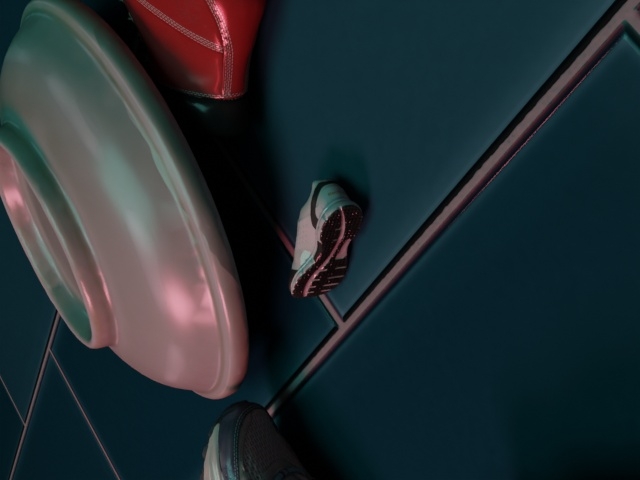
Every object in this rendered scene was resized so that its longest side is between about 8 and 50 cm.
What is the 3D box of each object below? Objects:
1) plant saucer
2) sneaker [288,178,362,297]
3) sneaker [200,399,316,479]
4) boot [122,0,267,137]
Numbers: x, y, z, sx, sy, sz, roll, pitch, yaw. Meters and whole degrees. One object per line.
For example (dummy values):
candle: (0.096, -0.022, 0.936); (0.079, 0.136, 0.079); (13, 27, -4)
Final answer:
plant saucer: (-0.212, -0.016, 0.741); (0.400, 0.101, 0.400); (41, 146, 36)
sneaker: (0.000, 0.000, 0.599); (0.043, 0.040, 0.109); (62, 143, 36)
sneaker: (0.002, 0.261, 0.691); (0.122, 0.110, 0.283); (-25, 90, 36)
boot: (-0.140, -0.184, 0.641); (0.244, 0.088, 0.176); (38, 136, 30)
